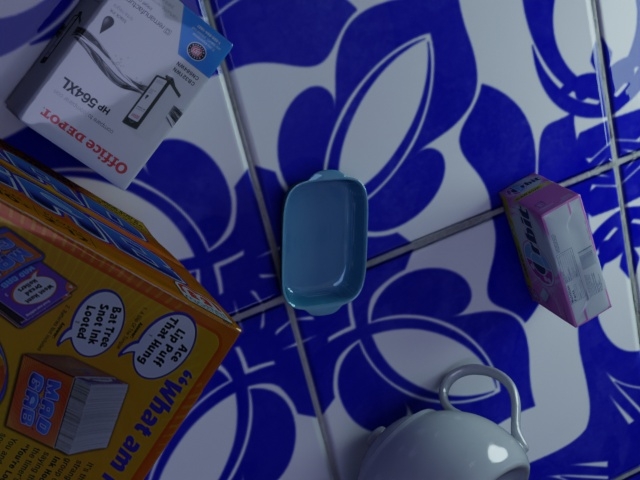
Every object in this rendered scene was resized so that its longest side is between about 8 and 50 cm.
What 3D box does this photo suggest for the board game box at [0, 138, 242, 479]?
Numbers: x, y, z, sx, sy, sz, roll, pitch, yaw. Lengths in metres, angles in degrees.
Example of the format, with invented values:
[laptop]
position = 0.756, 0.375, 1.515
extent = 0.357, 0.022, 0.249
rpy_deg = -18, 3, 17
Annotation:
[board game box]
position = -0.365, 0.096, 1.216
extent = 0.356, 0.356, 0.356
rpy_deg = 33, 92, -29

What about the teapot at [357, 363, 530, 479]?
[teapot]
position = 0.140, 0.308, 1.625
extent = 0.256, 0.187, 0.252
rpy_deg = -12, 135, -48

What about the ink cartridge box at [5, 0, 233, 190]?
[ink cartridge box]
position = -0.218, -0.179, 1.341
extent = 0.148, 0.086, 0.203
rpy_deg = 36, 90, -30

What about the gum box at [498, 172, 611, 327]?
[gum box]
position = 0.311, 0.017, 1.634
extent = 0.062, 0.107, 0.188
rpy_deg = -28, 117, -13

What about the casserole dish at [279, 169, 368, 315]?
[casserole dish]
position = 0.000, 0.000, 1.530
extent = 0.114, 0.037, 0.188
rpy_deg = -6, 109, -22
